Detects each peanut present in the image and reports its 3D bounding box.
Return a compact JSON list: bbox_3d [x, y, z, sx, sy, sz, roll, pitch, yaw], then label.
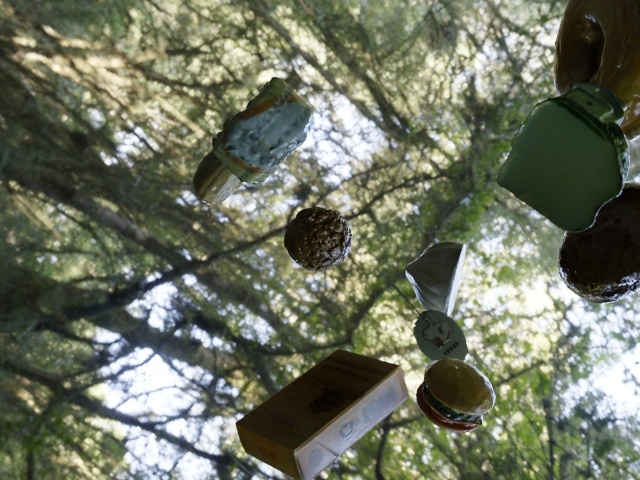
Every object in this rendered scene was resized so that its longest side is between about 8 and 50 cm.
[{"bbox_3d":[-0.234,-0.236,1.869,0.319,0.147,0.147,-48,-154,3],"label":"peanut"}]

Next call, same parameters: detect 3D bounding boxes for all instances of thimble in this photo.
[{"bbox_3d":[-0.142,-0.263,1.642,0.254,0.167,0.288,-43,-169,18],"label":"thimble"}]

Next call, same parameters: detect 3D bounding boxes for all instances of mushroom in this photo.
[{"bbox_3d":[0.781,0.029,1.715,0.331,0.356,0.334,-30,-148,36],"label":"mushroom"}]

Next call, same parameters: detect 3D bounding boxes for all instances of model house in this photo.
[{"bbox_3d":[0.454,-0.161,1.156,0.195,0.214,0.189,36,-131,20],"label":"model house"}]

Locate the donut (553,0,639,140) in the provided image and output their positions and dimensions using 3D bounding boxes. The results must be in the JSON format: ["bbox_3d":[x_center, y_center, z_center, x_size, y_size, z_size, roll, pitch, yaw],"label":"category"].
[{"bbox_3d":[0.730,-0.462,1.642,0.198,0.448,0.449,-2,-155,-10],"label":"donut"}]

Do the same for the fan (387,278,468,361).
[{"bbox_3d":[0.311,0.234,1.984,0.191,0.329,0.009,-28,162,-42],"label":"fan"}]

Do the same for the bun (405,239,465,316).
[{"bbox_3d":[0.366,0.115,2.188,0.175,0.263,0.263,13,-132,15],"label":"bun"}]

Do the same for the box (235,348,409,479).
[{"bbox_3d":[0.005,0.308,1.220,0.274,0.076,0.174,-30,-159,-36],"label":"box"}]

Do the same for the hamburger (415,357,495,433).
[{"bbox_3d":[0.278,0.322,1.389,0.162,0.162,0.115,-94,-161,-60],"label":"hamburger"}]

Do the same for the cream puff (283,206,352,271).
[{"bbox_3d":[0.002,-0.003,1.285,0.144,0.126,0.103,-12,-178,-44],"label":"cream puff"}]
